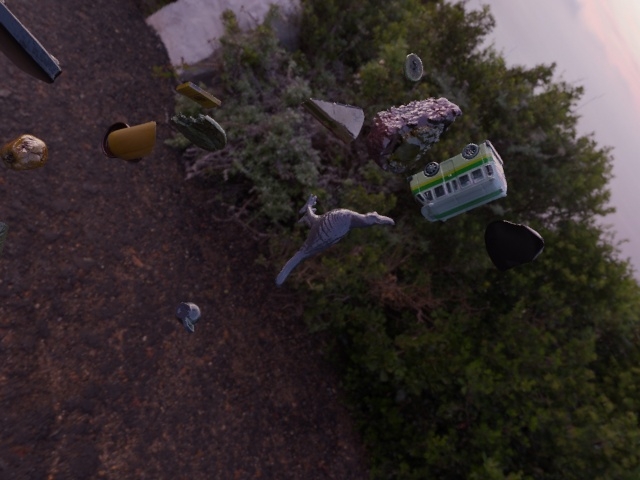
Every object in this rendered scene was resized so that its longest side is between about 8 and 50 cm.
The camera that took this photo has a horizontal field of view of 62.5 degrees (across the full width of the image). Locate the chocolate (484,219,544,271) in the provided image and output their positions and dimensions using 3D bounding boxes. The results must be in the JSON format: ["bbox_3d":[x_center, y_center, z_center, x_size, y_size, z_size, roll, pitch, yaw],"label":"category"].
[{"bbox_3d":[0.487,0.020,1.310,0.080,0.149,0.125,1,102,-51],"label":"chocolate"}]

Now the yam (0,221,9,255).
[{"bbox_3d":[-0.776,0.008,1.228,0.070,0.146,0.070,23,11,-5],"label":"yam"}]

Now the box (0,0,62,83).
[{"bbox_3d":[-0.873,-0.580,1.451,0.290,0.073,0.289,29,-18,33],"label":"box"}]

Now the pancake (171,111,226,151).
[{"bbox_3d":[-0.260,-0.234,1.142,0.022,0.130,0.116,-66,155,-22],"label":"pancake"}]

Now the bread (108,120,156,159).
[{"bbox_3d":[-0.325,-0.175,0.945,0.062,0.103,0.049,54,29,-62],"label":"bread"}]

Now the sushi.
[{"bbox_3d":[0.237,-0.265,1.368,0.161,0.241,0.107,86,-20,-55],"label":"sushi"}]

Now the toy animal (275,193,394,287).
[{"bbox_3d":[0.000,-0.033,1.485,0.205,0.367,0.081,60,-2,36],"label":"toy animal"}]

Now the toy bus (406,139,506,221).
[{"bbox_3d":[0.418,-0.167,1.608,0.134,0.276,0.164,34,41,-45],"label":"toy bus"}]

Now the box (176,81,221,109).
[{"bbox_3d":[-0.475,-0.565,2.061,0.155,0.087,0.023,26,67,-44],"label":"box"}]

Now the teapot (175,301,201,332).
[{"bbox_3d":[-0.364,0.207,1.438,0.057,0.066,0.088,63,10,-66],"label":"teapot"}]

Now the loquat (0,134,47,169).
[{"bbox_3d":[-0.954,-0.279,1.695,0.137,0.137,0.113,-67,159,-55],"label":"loquat"}]

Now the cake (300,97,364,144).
[{"bbox_3d":[0.055,-0.440,1.796,0.220,0.086,0.116,38,71,-20],"label":"cake"}]

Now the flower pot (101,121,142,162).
[{"bbox_3d":[-0.558,-0.273,1.520,0.089,0.111,0.111,29,37,-62],"label":"flower pot"}]

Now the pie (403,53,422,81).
[{"bbox_3d":[0.286,-0.531,1.618,0.084,0.021,0.084,-7,102,-34],"label":"pie"}]
